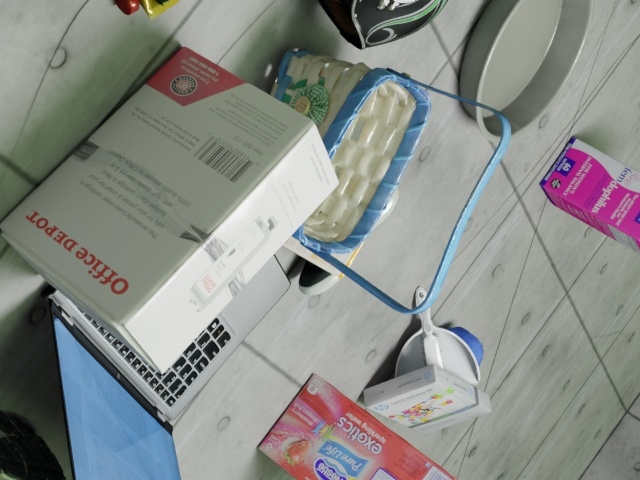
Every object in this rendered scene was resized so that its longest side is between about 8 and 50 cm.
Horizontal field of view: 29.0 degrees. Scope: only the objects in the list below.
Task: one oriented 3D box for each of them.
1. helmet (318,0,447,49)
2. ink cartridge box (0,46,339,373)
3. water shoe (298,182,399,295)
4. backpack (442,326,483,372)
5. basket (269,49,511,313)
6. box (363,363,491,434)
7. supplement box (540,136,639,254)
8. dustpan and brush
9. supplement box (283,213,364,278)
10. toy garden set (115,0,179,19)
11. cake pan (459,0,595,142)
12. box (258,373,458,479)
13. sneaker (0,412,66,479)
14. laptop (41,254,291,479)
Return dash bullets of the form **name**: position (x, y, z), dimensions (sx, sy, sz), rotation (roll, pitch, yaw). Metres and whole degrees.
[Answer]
- **helmet**: position (0.077, -0.312, 1.400), dimensions (0.161, 0.169, 0.169), rotation (-35, 148, -4)
- **ink cartridge box**: position (-0.154, -0.037, 1.278), dimensions (0.283, 0.207, 0.117), rotation (-47, 147, -15)
- **water shoe**: position (0.022, -0.019, 1.718), dimensions (0.080, 0.073, 0.203), rotation (41, 85, -32)
- **backpack**: position (0.231, 0.219, 2.207), dimensions (0.101, 0.098, 0.120), rotation (-4, 123, -47)
- **basket**: position (0.054, -0.080, 1.457), dimensions (0.255, 0.289, 0.201), rotation (-66, 157, 7)
- **box**: position (0.186, 0.276, 2.128), dimensions (0.145, 0.038, 0.186), rotation (-24, 144, 29)
- **supplement box**: position (0.524, -0.077, 2.225), dimensions (0.111, 0.220, 0.114), rotation (-55, 151, -3)
- **dustpan and brush**: position (0.187, 0.173, 2.112), dimensions (0.060, 0.147, 0.211), rotation (-86, 164, -76)
- **supplement box**: position (0.000, 0.000, 1.659), dimensions (0.098, 0.036, 0.062), rotation (31, 93, -17)
- **toy garden set**: position (-0.121, -0.342, 1.189), dimensions (0.204, 0.049, 0.244), rotation (-39, 146, -28)
- **cake pan**: position (0.309, -0.290, 1.871), dimensions (0.293, 0.054, 0.293), rotation (-36, 144, -32)
- **box**: position (0.074, 0.362, 1.908), dimensions (0.154, 0.300, 0.142), rotation (-53, 150, -8)
- **sneaker**: position (-0.396, 0.262, 1.348), dimensions (0.122, 0.110, 0.283), rotation (-44, 151, 14)
- **laptop**: position (-0.142, 0.164, 1.464), dimensions (0.408, 0.236, 0.382), rotation (-49, 150, -14)
